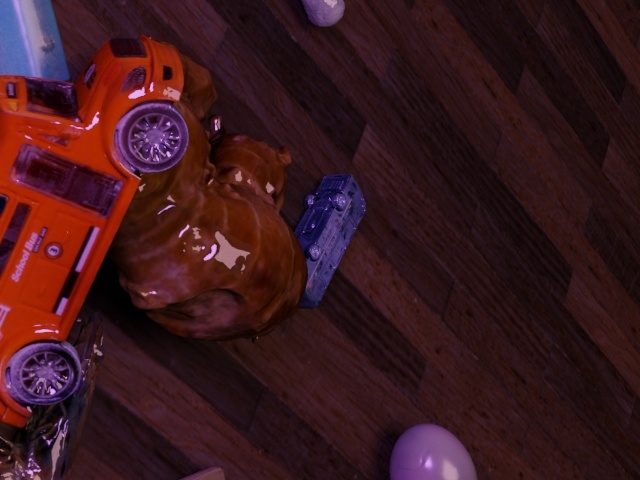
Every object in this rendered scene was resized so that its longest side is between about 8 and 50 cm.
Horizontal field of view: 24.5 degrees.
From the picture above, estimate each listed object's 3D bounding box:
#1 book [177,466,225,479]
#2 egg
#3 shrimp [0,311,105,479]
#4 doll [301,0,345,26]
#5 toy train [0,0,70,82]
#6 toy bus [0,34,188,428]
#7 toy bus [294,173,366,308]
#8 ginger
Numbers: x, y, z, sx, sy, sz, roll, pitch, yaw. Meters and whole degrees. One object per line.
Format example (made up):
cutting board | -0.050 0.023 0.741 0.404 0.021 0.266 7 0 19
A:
book | -0.137 0.361 1.489 0.161 0.026 0.230 -15 97 -51
egg | 0.135 0.285 1.770 0.103 0.103 0.135 -33 108 -48
shrimp | -0.269 0.165 1.334 0.143 0.052 0.251 42 56 -36
doll | 0.011 -0.356 1.729 0.103 0.071 0.214 22 77 -34
toy train | -0.290 -0.226 1.278 0.101 0.159 0.248 -23 105 -44
toy bus | -0.227 -0.023 1.210 0.153 0.143 0.329 22 106 -20
toy bus | 0.000 0.000 1.688 0.065 0.047 0.166 56 48 -36
ginger | -0.130 -0.038 1.443 0.357 0.152 0.274 51 23 -20
